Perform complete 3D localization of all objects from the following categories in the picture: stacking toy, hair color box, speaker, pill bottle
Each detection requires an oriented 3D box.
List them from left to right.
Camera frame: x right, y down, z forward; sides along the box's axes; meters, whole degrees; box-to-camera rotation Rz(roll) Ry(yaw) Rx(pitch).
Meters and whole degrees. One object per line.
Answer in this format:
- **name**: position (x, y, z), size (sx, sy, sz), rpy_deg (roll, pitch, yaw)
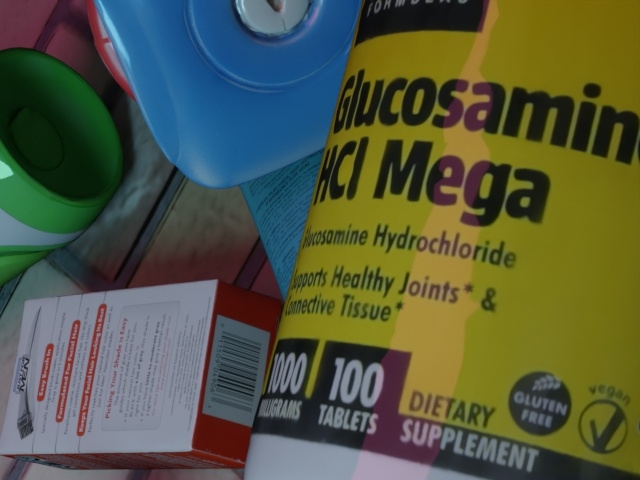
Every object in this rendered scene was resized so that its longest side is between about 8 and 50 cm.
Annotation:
- **speaker**: position (-0.258, -0.002, 1.169), size (0.296, 0.131, 0.131), rpy_deg (-32, 52, 33)
- **hair color box**: position (-0.101, 0.076, 1.024), size (0.167, 0.053, 0.093), rpy_deg (-6, 70, 43)
- **stacking toy**: position (-0.069, -0.159, 1.034), size (0.166, 0.175, 0.302), rpy_deg (-26, 24, -10)
- **pill bottle**: position (0.095, -0.031, 0.763), size (0.188, 0.188, 0.334), rpy_deg (3, 75, 47)

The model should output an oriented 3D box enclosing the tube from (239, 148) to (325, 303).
- **tube**: position (0.000, 0.000, 0.960), size (0.080, 0.052, 0.207), rpy_deg (-37, 43, 18)
